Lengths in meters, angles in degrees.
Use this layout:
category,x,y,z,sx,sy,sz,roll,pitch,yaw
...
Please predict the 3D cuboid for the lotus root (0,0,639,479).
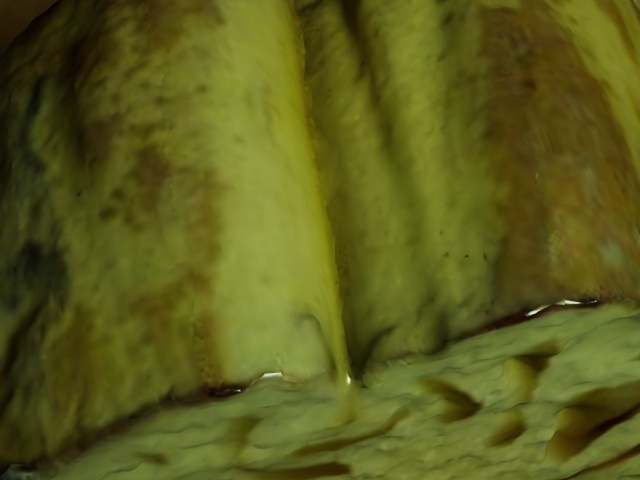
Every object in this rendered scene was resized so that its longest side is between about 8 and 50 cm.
category,x,y,z,sx,sy,sz,roll,pitch,yaw
lotus root,0.000,0.000,0.742,0.316,0.316,0.250,7,64,-45
